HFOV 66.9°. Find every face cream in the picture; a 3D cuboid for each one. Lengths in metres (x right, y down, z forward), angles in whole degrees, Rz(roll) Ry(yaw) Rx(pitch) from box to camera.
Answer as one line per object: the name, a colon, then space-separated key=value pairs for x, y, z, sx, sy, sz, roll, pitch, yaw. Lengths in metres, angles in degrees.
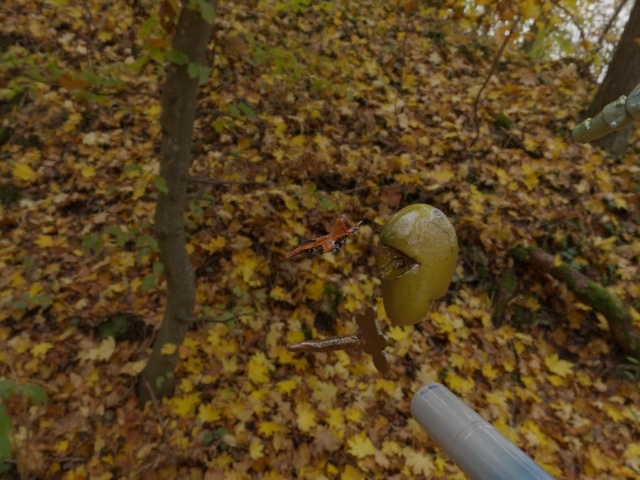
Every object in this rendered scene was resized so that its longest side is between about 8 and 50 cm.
face cream: x=0.220 y=0.290 z=0.673 sx=0.077 sy=0.077 sz=0.250 roll=3 pitch=10 yaw=-20

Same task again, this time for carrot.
carrot: x=0.005 y=0.234 z=1.079 sx=0.165 sy=0.035 sz=0.035 roll=-8 pitch=14 yaw=-4

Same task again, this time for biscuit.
biscuit: x=0.172 y=0.312 z=1.507 sx=0.031 sy=0.205 sz=0.138 roll=-6 pitch=-24 yaw=-30

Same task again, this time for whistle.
whistle: x=0.479 y=-0.198 z=0.736 sx=0.057 sy=0.104 sz=0.198 roll=40 pitch=-27 yaw=-6

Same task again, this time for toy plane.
toy plane: x=0.006 y=0.010 z=1.051 sx=0.062 sy=0.188 sz=0.135 roll=51 pitch=25 yaw=-9

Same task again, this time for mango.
mango: x=0.200 y=0.053 z=1.031 sx=0.167 sy=0.261 sz=0.130 roll=2 pitch=1 yaw=-15
